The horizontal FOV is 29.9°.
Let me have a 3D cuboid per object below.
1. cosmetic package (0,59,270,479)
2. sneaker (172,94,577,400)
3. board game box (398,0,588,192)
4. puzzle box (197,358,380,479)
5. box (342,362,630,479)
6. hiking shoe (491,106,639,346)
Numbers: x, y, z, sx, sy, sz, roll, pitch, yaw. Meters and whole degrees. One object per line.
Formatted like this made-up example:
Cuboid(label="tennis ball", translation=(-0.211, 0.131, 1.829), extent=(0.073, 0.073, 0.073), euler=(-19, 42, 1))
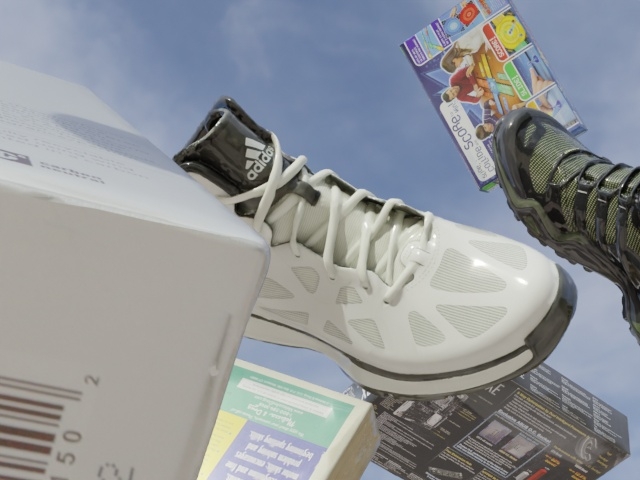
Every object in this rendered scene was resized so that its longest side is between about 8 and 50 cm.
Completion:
Cuboid(label="cosmetic package", translation=(-0.184, 0.037, 0.569), extent=(0.161, 0.453, 0.230), euler=(15, -81, -22))
Cuboid(label="sneaker", translation=(-0.001, 0.001, 1.106), extent=(0.447, 0.169, 0.257), euler=(6, -33, 42))
Cuboid(label="board game box", translation=(0.192, -0.174, 1.355), extent=(0.136, 0.201, 0.035), euler=(-32, -16, 21))
Cuboid(label="puzzle box", translation=(-0.193, 0.180, 0.898), extent=(0.408, 0.272, 0.052), euler=(15, -40, 28))
Cuboid(label="box", translation=(0.204, 0.242, 1.556), extent=(0.307, 0.076, 0.242), euler=(32, -54, -15))
Cuboid(label="hiking shoe", translation=(0.212, -0.024, 0.801), extent=(0.086, 0.227, 0.114), euler=(-27, -23, -37))
